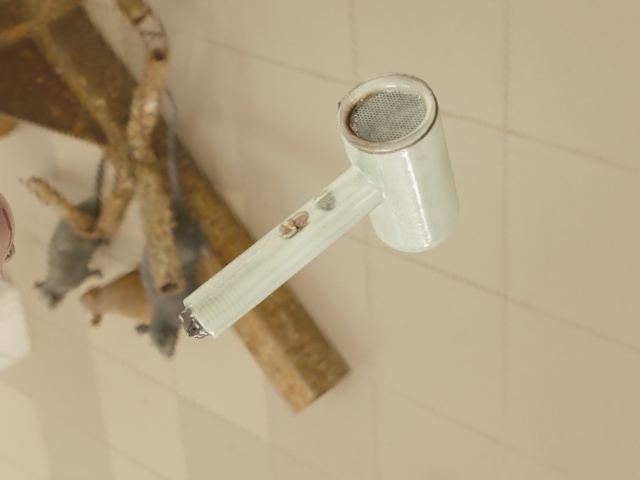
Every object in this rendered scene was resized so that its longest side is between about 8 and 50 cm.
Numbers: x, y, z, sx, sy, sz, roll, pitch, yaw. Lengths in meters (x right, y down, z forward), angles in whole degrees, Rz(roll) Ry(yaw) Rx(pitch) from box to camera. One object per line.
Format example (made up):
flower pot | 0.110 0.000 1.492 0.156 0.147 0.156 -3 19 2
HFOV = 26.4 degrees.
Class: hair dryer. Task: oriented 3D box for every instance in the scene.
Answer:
hair dryer | 0.000 0.000 0.964 0.073 0.236 0.131 36 159 35

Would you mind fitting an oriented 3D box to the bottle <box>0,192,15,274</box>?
bottle | -0.235 0.059 0.634 0.110 0.233 0.110 34 173 5
